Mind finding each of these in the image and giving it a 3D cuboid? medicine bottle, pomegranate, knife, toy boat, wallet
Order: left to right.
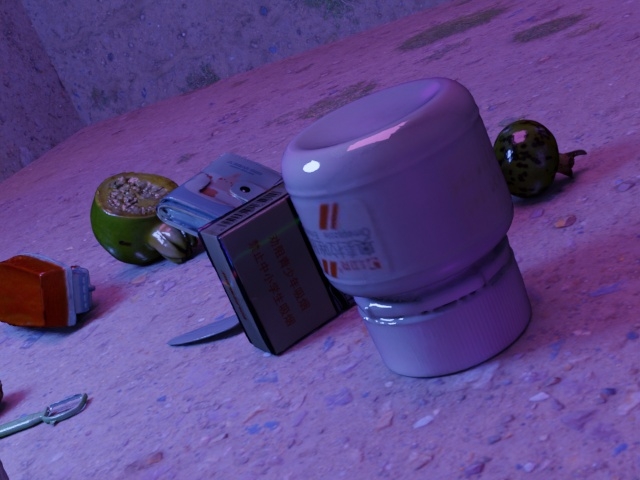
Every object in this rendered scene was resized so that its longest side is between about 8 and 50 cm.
[{"bbox_3d":[-0.453,0.282,1.469,0.212,0.015,0.054,-20,27,9],"label":"knife"},{"bbox_3d":[-0.554,0.095,1.910,0.133,0.145,0.331,-9,8,-40],"label":"toy boat"},{"bbox_3d":[-0.349,-0.029,1.985,0.240,0.159,0.190,10,35,8],"label":"pomegranate"},{"bbox_3d":[-0.189,-0.087,1.943,0.176,0.075,0.250,21,34,16],"label":"wallet"},{"bbox_3d":[-0.129,0.123,1.495,0.260,0.035,0.063,-24,18,14],"label":"knife"},{"bbox_3d":[0.112,-0.015,1.155,0.241,0.302,0.241,-22,18,8],"label":"medicine bottle"},{"bbox_3d":[0.336,-0.124,1.495,0.161,0.122,0.122,4,19,-5],"label":"pomegranate"}]

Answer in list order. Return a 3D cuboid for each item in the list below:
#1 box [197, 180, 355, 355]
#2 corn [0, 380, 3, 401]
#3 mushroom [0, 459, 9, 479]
[{"bbox_3d":[0.000,0.000,1.404,0.310,0.198,0.084,-32,20,-22],"label":"box"},{"bbox_3d":[-0.610,0.293,1.521,0.086,0.086,0.253,-5,28,43],"label":"corn"},{"bbox_3d":[-0.447,0.342,0.987,0.313,0.224,0.397,-28,20,-19],"label":"mushroom"}]
